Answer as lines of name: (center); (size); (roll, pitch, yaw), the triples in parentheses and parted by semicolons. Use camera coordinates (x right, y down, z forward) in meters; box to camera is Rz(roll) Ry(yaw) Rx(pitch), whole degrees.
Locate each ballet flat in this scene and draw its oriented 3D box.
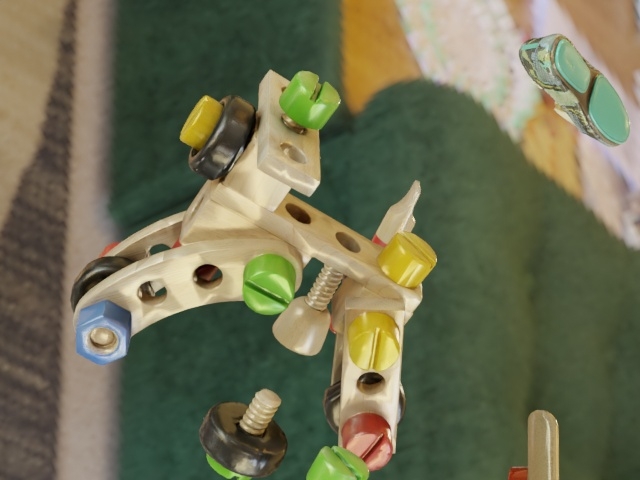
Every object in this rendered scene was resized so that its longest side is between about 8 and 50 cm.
ballet flat: (0.273, -0.164, 2.065); (0.188, 0.070, 0.070); (46, 37, -43)

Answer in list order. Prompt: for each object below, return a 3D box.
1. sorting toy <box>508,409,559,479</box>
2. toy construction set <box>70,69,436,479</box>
sorting toy: (0.176, 0.320, 1.569); (0.229, 0.041, 0.307); (77, 14, -63)
toy construction set: (0.000, 0.000, 1.320); (0.257, 0.237, 0.309); (33, 23, 11)
